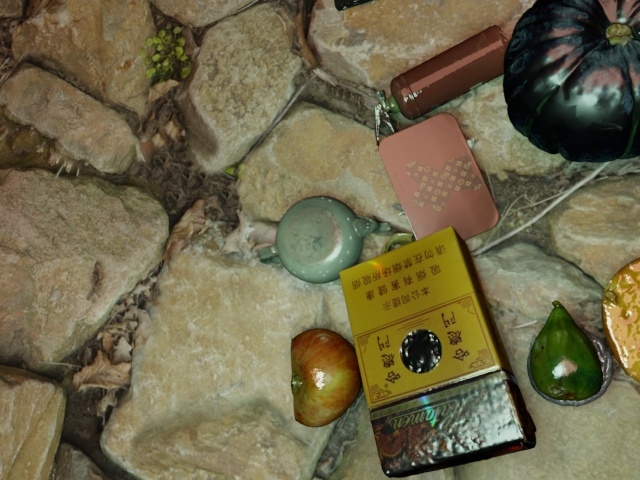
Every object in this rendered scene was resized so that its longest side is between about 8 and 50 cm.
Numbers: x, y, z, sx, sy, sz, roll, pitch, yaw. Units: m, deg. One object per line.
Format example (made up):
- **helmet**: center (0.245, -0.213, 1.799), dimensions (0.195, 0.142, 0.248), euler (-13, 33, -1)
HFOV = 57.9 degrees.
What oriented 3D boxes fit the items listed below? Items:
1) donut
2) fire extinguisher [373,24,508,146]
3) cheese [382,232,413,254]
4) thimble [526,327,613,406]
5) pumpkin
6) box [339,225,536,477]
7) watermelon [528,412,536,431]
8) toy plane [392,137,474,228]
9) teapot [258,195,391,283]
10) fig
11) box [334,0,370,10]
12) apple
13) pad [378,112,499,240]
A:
- **donut**: center (0.625, 0.144, 1.029), dimensions (0.254, 0.118, 0.253), euler (-5, 75, 18)
- **fire extinguisher**: center (0.255, -0.323, 1.266), dimensions (0.337, 0.106, 0.147), euler (-26, 94, 13)
- **cheese**: center (0.162, 0.011, 1.247), dimensions (0.084, 0.060, 0.041), euler (-38, 69, 1)
- **thimble**: center (0.460, 0.233, 1.076), dimensions (0.150, 0.098, 0.150), euler (-3, 79, 17)
- **pumpkin**: center (0.524, -0.326, 1.077), dimensions (0.364, 0.266, 0.363), euler (-3, 79, 18)
- **box**: center (0.207, 0.211, 1.094), dimensions (0.264, 0.116, 0.415), euler (-23, 59, 21)
- **watermelon**: center (0.338, 0.336, 1.122), dimensions (0.135, 0.125, 0.094), euler (56, 134, 48)
- **toy plane**: center (0.251, -0.128, 1.243), dimensions (0.226, 0.058, 0.226), euler (-47, 68, 1)
- **teapot**: center (0.000, 0.000, 1.268), dimensions (0.294, 0.129, 0.193), euler (-18, 74, 17)
- **fig**: center (0.419, 0.184, 0.997), dimensions (0.117, 0.117, 0.177), euler (-3, 69, 18)
- **box**: center (0.090, -0.634, 1.421), dimensions (0.126, 0.027, 0.125), euler (-11, 73, 18)
- **apple**: center (0.004, 0.277, 1.182), dimensions (0.160, 0.173, 0.195), euler (-10, 80, 19)
- **pad**: center (0.246, -0.122, 1.212), dimensions (0.181, 0.004, 0.267), euler (-24, 85, 4)
